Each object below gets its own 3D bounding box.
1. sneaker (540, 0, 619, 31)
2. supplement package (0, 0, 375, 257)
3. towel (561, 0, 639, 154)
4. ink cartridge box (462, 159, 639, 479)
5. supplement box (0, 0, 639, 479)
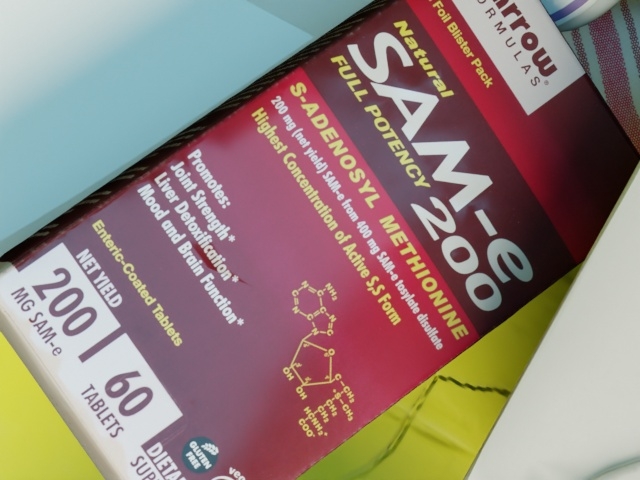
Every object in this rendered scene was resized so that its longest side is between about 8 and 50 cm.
[{"bbox_3d":[0.179,-0.143,0.869,0.161,0.102,0.282,49,42,-13],"label":"sneaker"},{"bbox_3d":[-0.094,-0.062,0.836,0.262,0.145,0.204,1,89,-13],"label":"supplement package"},{"bbox_3d":[0.131,-0.075,0.916,0.197,0.029,0.144,-19,95,-36],"label":"towel"},{"bbox_3d":[0.216,0.062,0.829,0.151,0.395,0.270,28,83,20],"label":"ink cartridge box"},{"bbox_3d":[0.000,0.000,0.745,0.239,0.073,0.130,-36,98,-14],"label":"supplement box"}]
